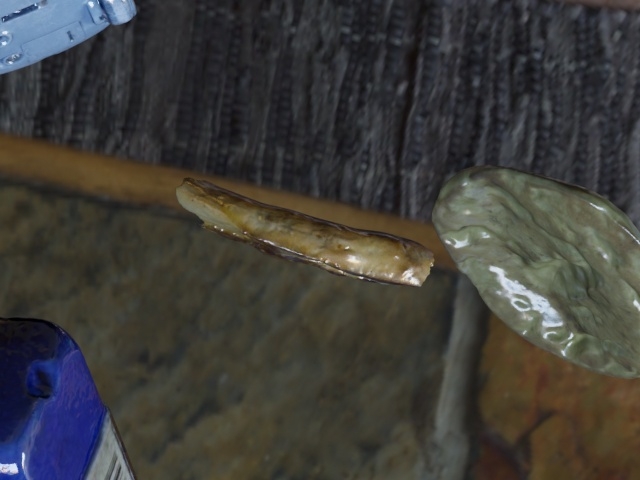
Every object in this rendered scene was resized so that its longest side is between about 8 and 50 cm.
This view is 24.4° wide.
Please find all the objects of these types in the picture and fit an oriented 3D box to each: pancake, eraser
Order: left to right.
[{"bbox_3d":[-0.222,0.226,1.233,0.101,0.332,0.155,2,46,15],"label":"eraser"},{"bbox_3d":[0.000,0.000,1.503,0.212,0.257,0.056,18,94,31],"label":"pancake"},{"bbox_3d":[0.203,0.020,1.212,0.242,0.242,0.050,34,65,8],"label":"pancake"}]

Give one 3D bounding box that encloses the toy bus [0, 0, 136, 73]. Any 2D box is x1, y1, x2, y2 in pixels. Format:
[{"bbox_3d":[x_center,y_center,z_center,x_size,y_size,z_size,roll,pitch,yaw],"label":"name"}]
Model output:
[{"bbox_3d":[-0.309,-0.297,1.364,0.197,0.294,0.232,-24,71,-4],"label":"toy bus"}]
